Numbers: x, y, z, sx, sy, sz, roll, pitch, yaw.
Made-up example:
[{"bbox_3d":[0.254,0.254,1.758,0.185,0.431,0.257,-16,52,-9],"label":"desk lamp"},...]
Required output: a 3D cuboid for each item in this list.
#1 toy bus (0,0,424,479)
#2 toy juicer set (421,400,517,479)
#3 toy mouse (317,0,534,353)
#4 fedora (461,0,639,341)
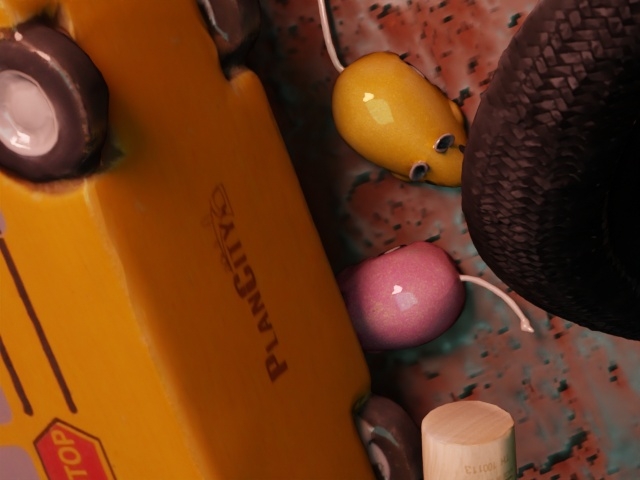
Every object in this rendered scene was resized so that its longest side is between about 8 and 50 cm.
[{"bbox_3d":[-0.076,0.001,0.616,0.130,0.108,0.332,-8,111,35],"label":"toy bus"},{"bbox_3d":[0.153,0.092,0.532,0.329,0.089,0.209,-22,111,11],"label":"toy juicer set"},{"bbox_3d":[0.000,0.000,0.674,0.143,0.031,0.161,-44,89,13],"label":"toy mouse"},{"bbox_3d":[0.178,-0.112,0.545,0.334,0.334,0.152,-27,57,13],"label":"fedora"}]
